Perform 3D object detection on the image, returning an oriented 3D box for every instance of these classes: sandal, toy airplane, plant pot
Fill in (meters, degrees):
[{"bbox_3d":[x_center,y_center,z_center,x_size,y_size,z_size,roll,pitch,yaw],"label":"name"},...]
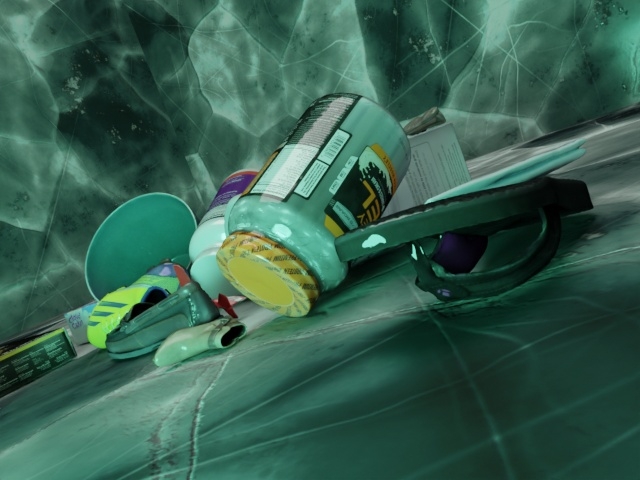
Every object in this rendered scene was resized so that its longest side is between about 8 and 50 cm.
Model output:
[{"bbox_3d":[0.197,-0.001,0.626,0.167,0.107,0.445,-17,-6,44],"label":"sandal"},{"bbox_3d":[-0.197,0.102,0.970,0.151,0.151,0.028,-17,38,37],"label":"toy airplane"},{"bbox_3d":[-0.374,0.060,1.357,0.290,0.290,0.195,-20,-30,10],"label":"plant pot"}]

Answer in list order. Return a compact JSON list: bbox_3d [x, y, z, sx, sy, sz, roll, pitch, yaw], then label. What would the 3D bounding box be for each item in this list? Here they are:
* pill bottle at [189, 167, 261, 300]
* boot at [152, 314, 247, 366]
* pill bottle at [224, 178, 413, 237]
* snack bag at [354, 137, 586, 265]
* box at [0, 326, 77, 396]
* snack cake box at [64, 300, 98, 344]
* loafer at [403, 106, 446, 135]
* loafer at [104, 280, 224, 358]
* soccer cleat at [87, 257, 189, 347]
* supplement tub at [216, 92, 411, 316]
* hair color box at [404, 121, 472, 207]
[{"bbox_3d":[-0.172,-0.012,1.241,0.181,0.181,0.323,-19,30,20],"label":"pill bottle"},{"bbox_3d":[-0.163,0.141,0.792,0.087,0.042,0.118,-5,22,42],"label":"boot"},{"bbox_3d":[0.005,-0.038,1.072,0.333,0.188,0.188,-21,5,-29],"label":"pill bottle"},{"bbox_3d":[0.206,-0.049,0.927,0.323,0.037,0.342,-23,-6,-25],"label":"snack bag"},{"bbox_3d":[-0.709,0.290,1.158,0.257,0.079,0.322,-19,6,38],"label":"box"},{"bbox_3d":[-0.497,0.168,1.473,0.152,0.089,0.264,-16,7,34],"label":"snack cake box"},{"bbox_3d":[0.227,-0.254,1.262,0.045,0.039,0.125,-58,16,-23],"label":"loafer"},{"bbox_3d":[-0.275,0.133,0.965,0.302,0.095,0.109,-16,7,40],"label":"loafer"},{"bbox_3d":[-0.371,0.146,1.123,0.289,0.093,0.121,-35,37,22],"label":"soccer cleat"},{"bbox_3d":[-0.007,-0.056,0.853,0.193,0.193,0.316,-13,38,53],"label":"supplement tub"},{"bbox_3d":[0.137,-0.105,1.265,0.374,0.185,0.113,-20,5,7],"label":"hair color box"}]
